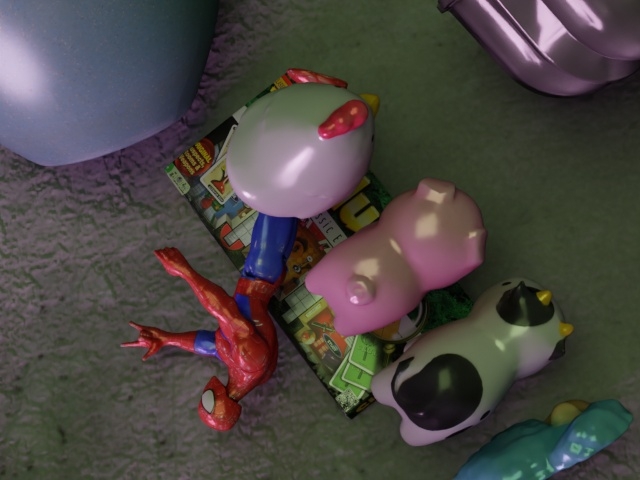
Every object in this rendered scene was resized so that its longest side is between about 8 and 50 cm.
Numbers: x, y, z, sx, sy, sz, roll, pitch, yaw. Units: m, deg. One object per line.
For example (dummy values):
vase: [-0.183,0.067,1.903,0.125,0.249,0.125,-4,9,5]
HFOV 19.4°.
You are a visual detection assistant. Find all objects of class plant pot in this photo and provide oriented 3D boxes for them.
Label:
plant pot: [-0.198,-0.173,1.478,0.290,0.290,0.195,-17,108,9]

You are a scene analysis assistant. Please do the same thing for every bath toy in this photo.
bath toy: [0.077,0.023,1.362,0.151,0.129,0.348,-41,95,-36]

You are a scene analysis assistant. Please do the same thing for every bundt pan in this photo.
bundt pan: [0.251,-0.213,1.350,0.331,0.331,0.124,-33,92,4]

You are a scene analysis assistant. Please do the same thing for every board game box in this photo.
board game box: [0.000,0.000,1.493,0.136,0.030,0.259,-38,71,0]

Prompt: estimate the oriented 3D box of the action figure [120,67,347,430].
action figure: [-0.075,0.004,1.448,0.139,0.091,0.280,12,78,7]
